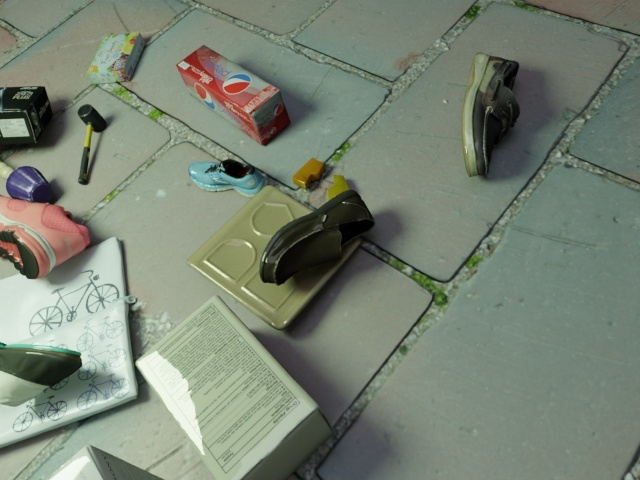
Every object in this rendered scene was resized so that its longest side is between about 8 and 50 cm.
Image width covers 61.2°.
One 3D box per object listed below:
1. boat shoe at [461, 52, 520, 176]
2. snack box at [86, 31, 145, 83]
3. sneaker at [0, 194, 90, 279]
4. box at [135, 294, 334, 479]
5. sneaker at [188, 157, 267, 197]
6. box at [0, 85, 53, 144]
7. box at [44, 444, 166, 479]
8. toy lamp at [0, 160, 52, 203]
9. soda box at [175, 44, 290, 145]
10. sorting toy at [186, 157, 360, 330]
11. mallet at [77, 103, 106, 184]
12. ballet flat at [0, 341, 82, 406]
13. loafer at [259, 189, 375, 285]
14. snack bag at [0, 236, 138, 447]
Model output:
[{"bbox_3d":[0.304,-0.231,0.957,0.092,0.103,0.285,2,52,21],"label":"boat shoe"},{"bbox_3d":[-0.500,-0.449,1.330,0.100,0.037,0.141,-2,57,14],"label":"snack box"},{"bbox_3d":[-0.554,-0.025,1.040,0.313,0.116,0.136,25,38,34],"label":"sneaker"},{"bbox_3d":[-0.116,0.216,0.746,0.148,0.127,0.232,-40,58,-14],"label":"box"},{"bbox_3d":[-0.180,-0.133,1.023,0.162,0.073,0.063,10,60,19],"label":"sneaker"},{"bbox_3d":[-0.709,-0.276,1.194,0.180,0.078,0.147,-4,36,-6],"label":"box"},{"bbox_3d":[-0.242,0.354,0.567,0.232,0.322,0.058,-40,54,-13],"label":"box"},{"bbox_3d":[-0.668,-0.145,1.147,0.274,0.080,0.080,23,65,27],"label":"toy lamp"},{"bbox_3d":[-0.184,-0.306,1.126,0.083,0.092,0.263,-42,57,-16],"label":"soda box"},{"bbox_3d":[-0.050,-0.009,0.937,0.229,0.041,0.307,30,62,25],"label":"sorting toy"},{"bbox_3d":[-0.500,-0.201,1.174,0.039,0.062,0.190,-8,71,10],"label":"mallet"},{"bbox_3d":[-0.480,0.200,0.831,0.280,0.095,0.096,2,68,27],"label":"ballet flat"},{"bbox_3d":[0.000,0.000,0.847,0.220,0.080,0.078,-39,58,-21],"label":"loafer"},{"bbox_3d":[-0.472,0.163,0.922,0.323,0.037,0.343,-20,55,1],"label":"snack bag"}]
